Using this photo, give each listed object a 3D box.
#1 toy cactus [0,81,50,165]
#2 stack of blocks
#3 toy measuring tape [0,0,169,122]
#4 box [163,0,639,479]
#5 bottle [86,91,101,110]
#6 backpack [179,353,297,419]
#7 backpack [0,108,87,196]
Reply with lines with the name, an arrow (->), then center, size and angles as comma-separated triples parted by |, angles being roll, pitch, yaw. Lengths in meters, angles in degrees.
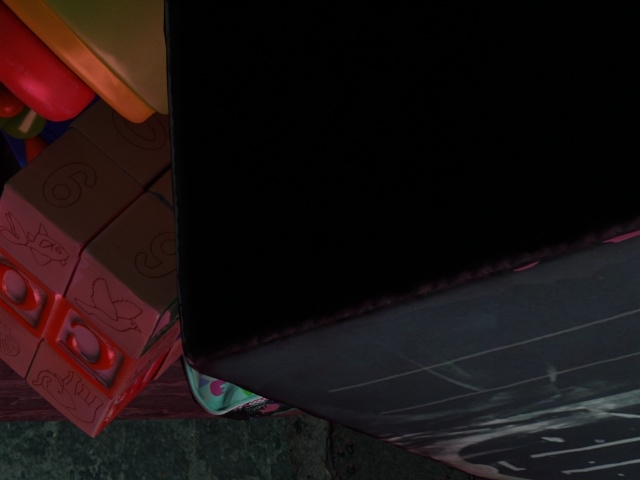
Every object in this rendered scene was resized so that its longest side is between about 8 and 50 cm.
toy cactus -> -0.113, -0.101, 1.006 | 0.180, 0.112, 0.219 | -34, -155, -8
stack of blocks -> -0.025, -0.062, 0.855 | 0.297, 0.087, 0.171 | -45, 172, -34
toy measuring tape -> -0.110, -0.131, 0.626 | 0.121, 0.121, 0.330 | -13, 144, 27
box -> 0.273, -0.085, 0.636 | 0.480, 0.297, 0.472 | -19, 153, 32
bottle -> -0.030, -0.104, 1.146 | 0.118, 0.092, 0.283 | 3, 165, -40
backpack -> 0.000, 0.000, 1.366 | 0.253, 0.225, 0.191 | -17, 169, -5
backpack -> -0.207, -0.040, 1.345 | 0.101, 0.098, 0.120 | -24, 180, -38
